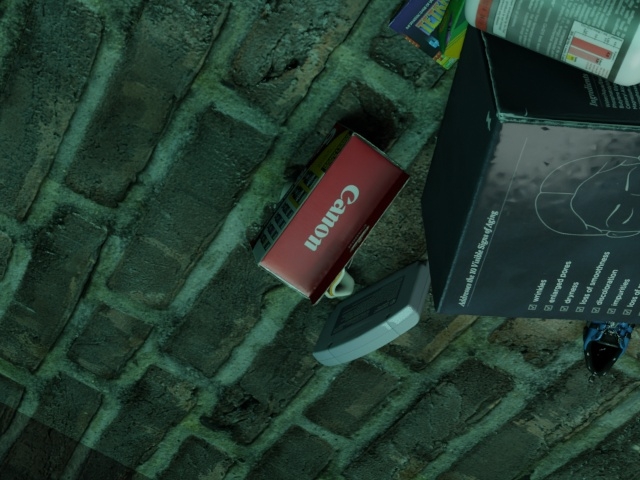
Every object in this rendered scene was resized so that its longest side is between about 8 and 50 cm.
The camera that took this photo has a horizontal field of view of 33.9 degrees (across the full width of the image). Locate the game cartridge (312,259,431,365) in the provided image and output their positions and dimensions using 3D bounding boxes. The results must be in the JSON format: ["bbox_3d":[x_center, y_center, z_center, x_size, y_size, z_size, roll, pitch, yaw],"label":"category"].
[{"bbox_3d":[0.116,0.168,2.319,0.297,0.198,0.062,-30,116,37],"label":"game cartridge"}]

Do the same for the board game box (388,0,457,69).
[{"bbox_3d":[0.227,-0.408,1.871,0.141,0.048,0.170,32,132,-13],"label":"board game box"}]

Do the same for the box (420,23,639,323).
[{"bbox_3d":[0.454,-0.112,1.803,0.472,0.297,0.480,2,138,-8],"label":"box"}]

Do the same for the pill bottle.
[{"bbox_3d":[0.415,-0.353,1.546,0.363,0.210,0.210,25,134,11],"label":"pill bottle"}]

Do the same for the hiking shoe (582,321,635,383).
[{"bbox_3d":[0.624,0.160,2.193,0.113,0.132,0.304,11,133,8],"label":"hiking shoe"}]

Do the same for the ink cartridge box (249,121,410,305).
[{"bbox_3d":[0.012,-0.057,2.014,0.130,0.272,0.309,35,94,-14],"label":"ink cartridge box"}]

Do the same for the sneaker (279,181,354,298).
[{"bbox_3d":[0.000,0.000,2.259,0.128,0.126,0.321,4,139,18],"label":"sneaker"}]

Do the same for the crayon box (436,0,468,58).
[{"bbox_3d":[0.356,-0.377,1.785,0.279,0.081,0.165,8,136,-12],"label":"crayon box"}]
